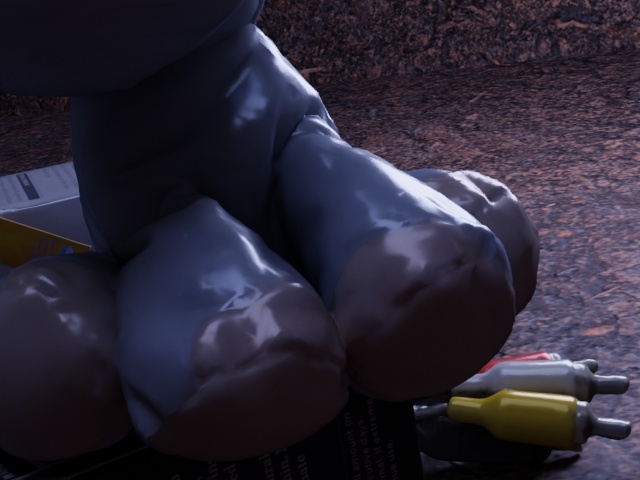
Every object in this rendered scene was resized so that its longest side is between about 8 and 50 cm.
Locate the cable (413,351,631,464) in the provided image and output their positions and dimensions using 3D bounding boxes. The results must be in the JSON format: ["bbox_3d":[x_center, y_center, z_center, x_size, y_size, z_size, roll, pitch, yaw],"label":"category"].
[{"bbox_3d":[0.053,0.101,0.849,0.287,0.072,0.139,4,15,-1],"label":"cable"}]

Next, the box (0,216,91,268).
[{"bbox_3d":[-0.186,-0.003,0.716,0.136,0.028,0.081,17,-3,-19],"label":"box"}]

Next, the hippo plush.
[{"bbox_3d":[-0.034,-0.065,0.548,0.234,0.237,0.294,-7,14,10],"label":"hippo plush"}]

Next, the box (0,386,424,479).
[{"bbox_3d":[-0.148,0.150,0.633,0.294,0.183,0.296,-17,15,-32],"label":"box"}]

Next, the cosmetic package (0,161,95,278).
[{"bbox_3d":[-0.106,0.051,0.903,0.224,0.224,0.138,-13,15,-14],"label":"cosmetic package"}]
